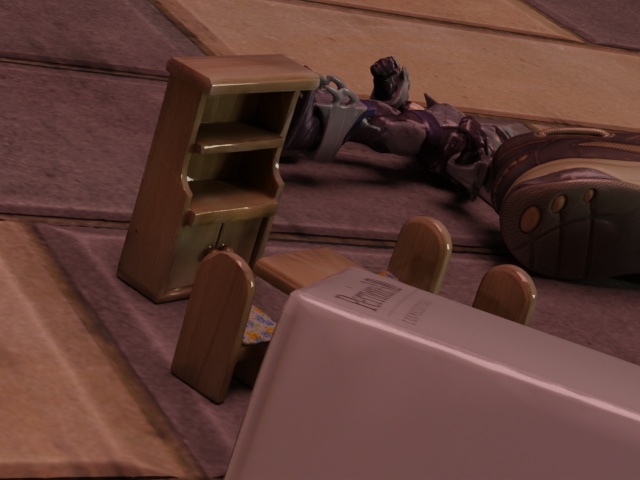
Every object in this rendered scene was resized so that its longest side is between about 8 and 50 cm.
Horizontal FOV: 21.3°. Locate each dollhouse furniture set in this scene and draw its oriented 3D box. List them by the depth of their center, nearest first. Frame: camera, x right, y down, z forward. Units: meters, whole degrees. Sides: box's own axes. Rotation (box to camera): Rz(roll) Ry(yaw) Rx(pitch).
[{"bbox_3d":[0.000,0.000,1.095,0.242,0.161,0.212,31,25,33],"label":"dollhouse furniture set"}]

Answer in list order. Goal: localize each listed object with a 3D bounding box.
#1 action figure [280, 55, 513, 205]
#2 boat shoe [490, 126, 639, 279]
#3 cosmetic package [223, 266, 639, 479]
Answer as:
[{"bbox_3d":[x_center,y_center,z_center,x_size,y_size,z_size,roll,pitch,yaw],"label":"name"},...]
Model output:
[{"bbox_3d":[0.068,-0.099,1.490,0.285,0.099,0.185,5,19,-37],"label":"action figure"},{"bbox_3d":[0.307,-0.040,1.442,0.355,0.132,0.130,9,38,-23],"label":"boat shoe"},{"bbox_3d":[0.187,0.162,0.770,0.453,0.161,0.230,19,4,5],"label":"cosmetic package"}]
